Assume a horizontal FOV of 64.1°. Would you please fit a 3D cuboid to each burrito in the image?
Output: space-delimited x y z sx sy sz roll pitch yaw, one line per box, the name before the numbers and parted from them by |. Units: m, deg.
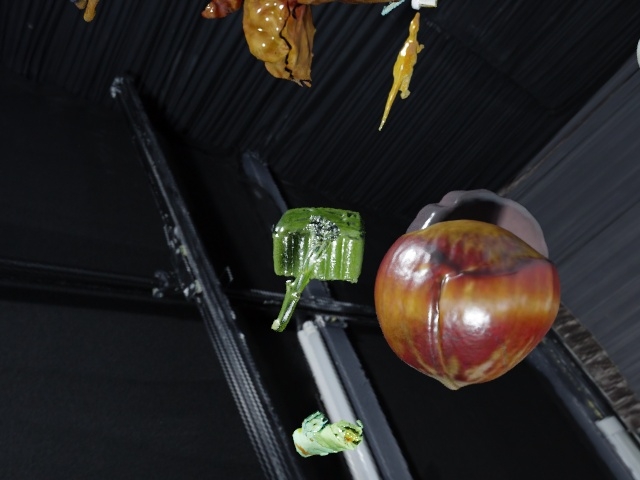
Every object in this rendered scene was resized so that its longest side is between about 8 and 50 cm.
burrito | 0.000 0.429 1.132 0.104 0.288 0.054 40 -125 -7

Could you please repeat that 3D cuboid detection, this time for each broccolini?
broccolini | -0.028 0.064 0.885 0.067 0.216 0.058 22 -177 -43

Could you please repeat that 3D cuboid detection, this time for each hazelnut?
hazelnut | 0.183 0.083 0.670 0.229 0.229 0.230 30 -150 -19

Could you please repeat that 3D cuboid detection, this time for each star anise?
star anise | -0.092 -0.277 0.550 0.345 0.238 0.148 -2 -145 -3

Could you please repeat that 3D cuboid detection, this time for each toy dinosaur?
toy dinosaur | 0.135 -0.283 0.866 0.039 0.162 0.126 22 166 11

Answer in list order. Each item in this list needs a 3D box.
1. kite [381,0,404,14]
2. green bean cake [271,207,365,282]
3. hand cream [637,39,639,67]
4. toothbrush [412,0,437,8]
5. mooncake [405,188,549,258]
kite | 0.175 -0.365 0.509 0.011 0.335 0.314 32 -168 -34
green bean cake | 0.000 0.000 1.427 0.246 0.157 0.250 4 -160 4
hand cream | 0.337 -0.167 0.370 0.084 0.203 0.084 -19 -90 -84
toothbrush | 0.141 -0.428 0.536 0.030 0.343 0.025 13 -159 16
mooncake | 0.292 0.041 1.004 0.283 0.283 0.141 35 -179 -10
